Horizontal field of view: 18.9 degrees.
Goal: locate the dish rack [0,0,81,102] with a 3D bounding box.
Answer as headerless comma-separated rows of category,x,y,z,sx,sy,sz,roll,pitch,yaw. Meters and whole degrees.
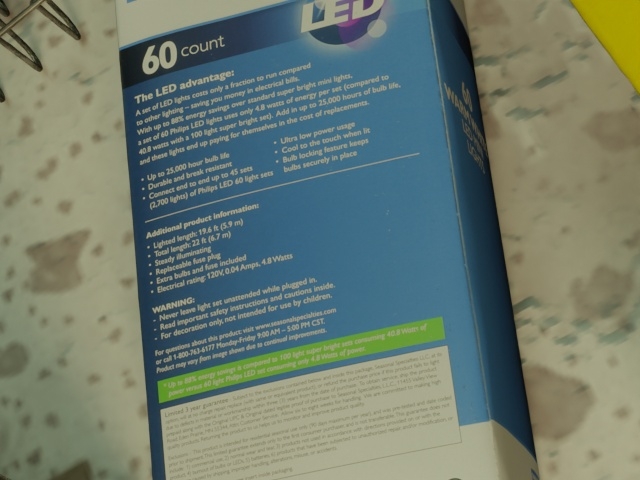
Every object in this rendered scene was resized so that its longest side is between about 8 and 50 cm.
dish rack,-0.168,-0.148,0.877,0.271,0.074,0.208,-37,60,7

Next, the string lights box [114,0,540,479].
string lights box,0.000,0.000,0.748,0.133,0.077,0.260,-13,66,16

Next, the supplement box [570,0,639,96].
supplement box,0.250,-0.045,0.561,0.195,0.194,0.356,-52,54,33

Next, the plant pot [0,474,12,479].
plant pot,-0.209,0.145,0.726,0.167,0.188,0.187,22,79,40
